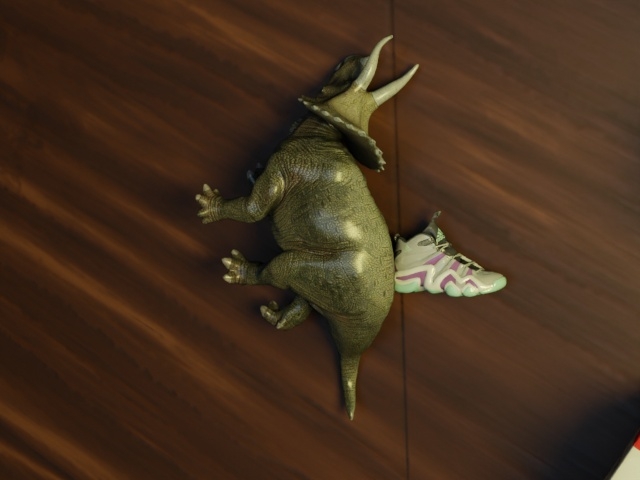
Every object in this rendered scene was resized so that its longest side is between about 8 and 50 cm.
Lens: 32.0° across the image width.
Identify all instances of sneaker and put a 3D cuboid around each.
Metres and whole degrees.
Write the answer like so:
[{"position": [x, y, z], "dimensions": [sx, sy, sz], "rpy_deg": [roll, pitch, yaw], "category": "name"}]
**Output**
[{"position": [0.104, 0.010, 0.916], "dimensions": [0.098, 0.038, 0.069], "rpy_deg": [1, 97, 23], "category": "sneaker"}]

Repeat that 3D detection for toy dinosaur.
[{"position": [0.000, 0.000, 0.918], "dimensions": [0.160, 0.121, 0.313], "rpy_deg": [-9, 88, 37], "category": "toy dinosaur"}]

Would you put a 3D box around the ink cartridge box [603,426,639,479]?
[{"position": [0.248, 0.191, 0.820], "dimensions": [0.078, 0.134, 0.231], "rpy_deg": [34, 107, 17], "category": "ink cartridge box"}]
